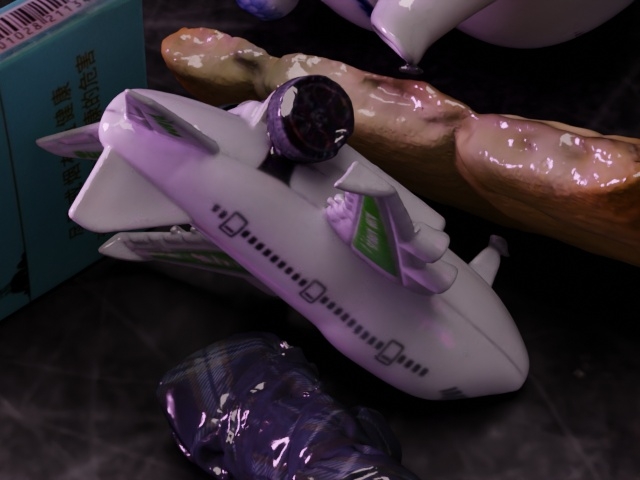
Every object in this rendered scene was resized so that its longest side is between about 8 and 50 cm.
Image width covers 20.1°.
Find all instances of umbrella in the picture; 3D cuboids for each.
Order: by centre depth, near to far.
[{"bbox_3d":[0.009,0.105,0.769,0.080,0.071,0.224,-26,26,-18],"label":"umbrella"}]

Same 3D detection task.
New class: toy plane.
[{"bbox_3d":[0.001,-0.005,0.835,0.255,0.251,0.101,28,72,-22],"label":"toy plane"}]

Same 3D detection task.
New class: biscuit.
[{"bbox_3d":[0.070,-0.042,0.899,0.299,0.154,0.045,18,84,30],"label":"biscuit"}]

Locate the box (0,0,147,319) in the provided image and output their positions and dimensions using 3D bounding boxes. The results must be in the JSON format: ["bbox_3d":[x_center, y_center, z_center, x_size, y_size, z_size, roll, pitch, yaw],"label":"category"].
[{"bbox_3d":[-0.179,-0.017,0.850,0.229,0.162,0.041,-34,56,-28],"label":"box"}]

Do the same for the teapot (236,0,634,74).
[{"bbox_3d":[0.066,-0.211,1.003,0.280,0.252,0.424,-35,24,15],"label":"teapot"}]
